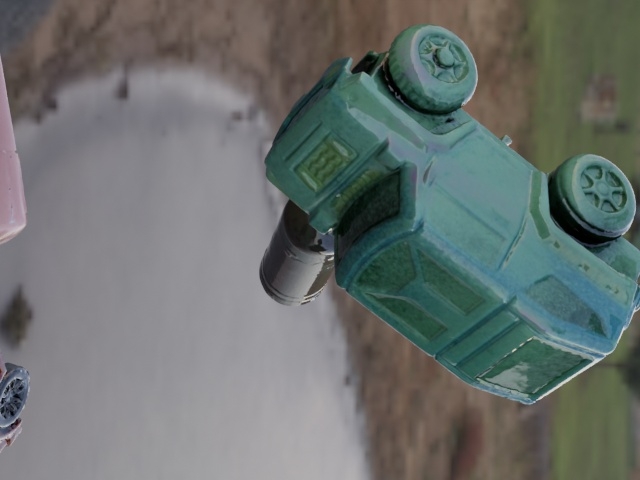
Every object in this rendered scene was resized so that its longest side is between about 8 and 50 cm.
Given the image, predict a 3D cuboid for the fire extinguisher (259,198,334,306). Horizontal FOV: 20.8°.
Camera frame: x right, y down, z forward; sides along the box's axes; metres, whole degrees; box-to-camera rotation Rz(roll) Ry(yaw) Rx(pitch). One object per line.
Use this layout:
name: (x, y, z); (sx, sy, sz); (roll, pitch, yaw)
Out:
fire extinguisher: (0.000, 0.000, 1.653); (0.267, 0.089, 0.072); (118, -16, -72)

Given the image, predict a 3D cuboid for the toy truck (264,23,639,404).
toy truck: (0.098, -0.016, 1.248); (0.155, 0.279, 0.156); (-42, -166, 50)

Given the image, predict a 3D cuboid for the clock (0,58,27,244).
clock: (-0.205, -0.026, 0.581); (0.162, 0.166, 0.092); (-11, 90, -45)

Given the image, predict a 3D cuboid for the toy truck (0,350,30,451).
toy truck: (-0.278, 0.063, 1.144); (0.114, 0.107, 0.252); (-58, 155, -36)
